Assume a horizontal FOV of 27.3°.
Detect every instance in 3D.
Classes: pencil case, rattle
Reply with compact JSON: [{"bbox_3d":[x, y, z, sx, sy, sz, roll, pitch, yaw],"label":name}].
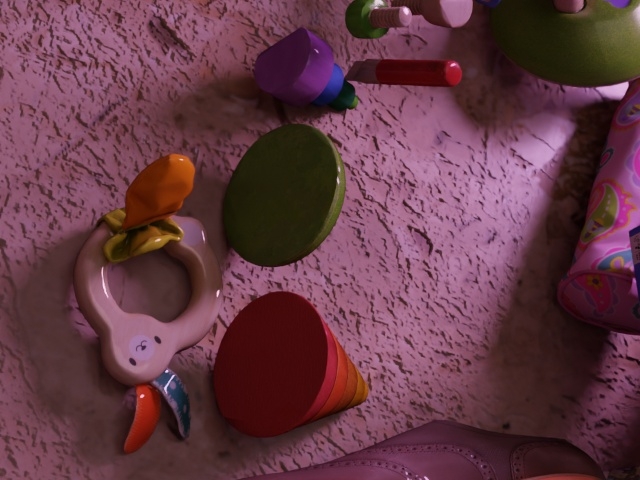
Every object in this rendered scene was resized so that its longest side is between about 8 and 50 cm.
[{"bbox_3d":[0.320,-0.046,1.258,0.124,0.124,0.284,30,64,-11],"label":"pencil case"},{"bbox_3d":[-0.119,0.055,1.039,0.130,0.143,0.199,20,60,-36],"label":"rattle"}]

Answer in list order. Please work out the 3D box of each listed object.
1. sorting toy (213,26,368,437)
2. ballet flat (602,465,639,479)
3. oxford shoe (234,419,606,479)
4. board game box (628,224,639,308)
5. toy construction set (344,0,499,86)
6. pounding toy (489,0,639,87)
[{"bbox_3d":[0.000,0.000,1.141,0.126,0.127,0.365,25,59,-46],"label":"sorting toy"},{"bbox_3d":[0.216,0.259,1.152,0.079,0.077,0.221,38,62,14],"label":"ballet flat"},{"bbox_3d":[0.062,0.222,1.086,0.364,0.132,0.129,2,117,-11],"label":"oxford shoe"},{"bbox_3d":[0.444,0.097,1.116,0.347,0.078,0.233,2,73,-21],"label":"board game box"},{"bbox_3d":[0.062,-0.296,1.208,0.258,0.237,0.308,16,85,-39],"label":"toy construction set"},{"bbox_3d":[0.281,-0.246,1.253,0.237,0.110,0.182,1,52,5],"label":"pounding toy"}]
